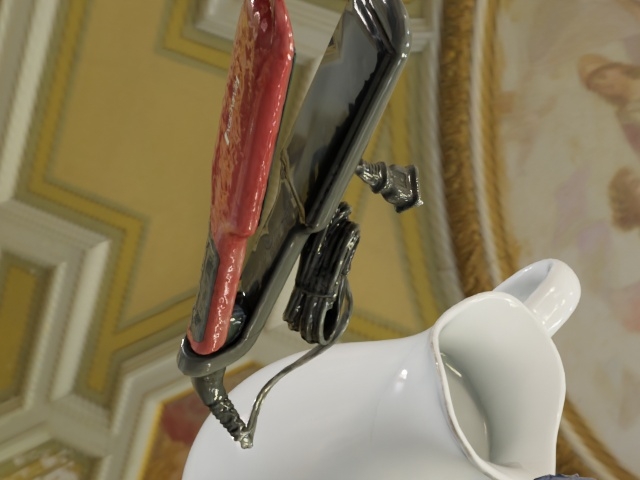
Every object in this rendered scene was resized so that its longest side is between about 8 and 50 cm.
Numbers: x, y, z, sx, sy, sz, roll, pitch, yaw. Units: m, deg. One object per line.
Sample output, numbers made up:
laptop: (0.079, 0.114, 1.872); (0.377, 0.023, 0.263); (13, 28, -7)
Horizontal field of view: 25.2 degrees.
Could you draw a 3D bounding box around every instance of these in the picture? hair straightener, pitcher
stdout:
hair straightener: (0.000, 0.000, 0.536); (0.047, 0.089, 0.230); (-115, -152, -42)
pitcher: (0.035, 0.093, 0.728); (0.207, 0.178, 0.125); (-35, -84, 38)

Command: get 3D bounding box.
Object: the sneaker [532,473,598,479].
sneaker: (0.004, 0.187, 0.314); (0.131, 0.112, 0.296); (0, -122, 27)
